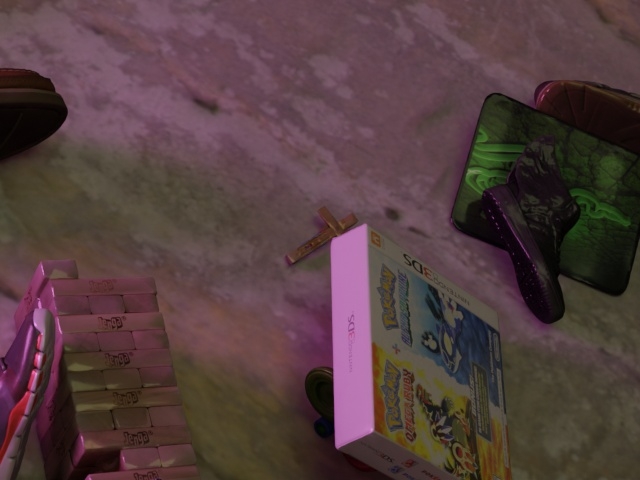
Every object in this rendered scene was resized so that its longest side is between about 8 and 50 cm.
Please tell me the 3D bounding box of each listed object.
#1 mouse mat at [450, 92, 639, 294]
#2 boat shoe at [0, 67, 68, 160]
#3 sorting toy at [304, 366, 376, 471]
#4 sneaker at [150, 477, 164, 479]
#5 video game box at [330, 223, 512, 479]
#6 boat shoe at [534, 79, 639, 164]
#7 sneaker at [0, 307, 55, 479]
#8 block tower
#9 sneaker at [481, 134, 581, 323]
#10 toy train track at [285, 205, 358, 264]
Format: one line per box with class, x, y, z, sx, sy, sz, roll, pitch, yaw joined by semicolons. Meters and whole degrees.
mouse mat;0.225;-0.045;1.818;0.189;0.007;0.153;22;68;-10
boat shoe;-0.356;-0.113;1.530;0.307;0.111;0.104;-10;63;-33
sorting toy;0.027;0.143;1.574;0.042;0.061;0.102;-33;98;-40
sneaker;-0.145;0.189;1.347;0.083;0.037;0.032;-22;70;-35
video game box;0.085;0.112;1.587;0.187;0.048;0.205;31;44;-37
boat shoe;0.315;-0.110;1.894;0.223;0.080;0.073;21;20;-12
sneaker;-0.243;0.120;1.407;0.065;0.158;0.061;19;5;0
block tower;-0.150;0.177;1.438;0.097;0.091;0.335;-1;58;-28
sneaker;0.211;-0.011;1.768;0.089;0.051;0.170;-18;71;-21
toy train track;0.000;0.000;1.696;0.083;0.014;0.048;-33;82;-34
